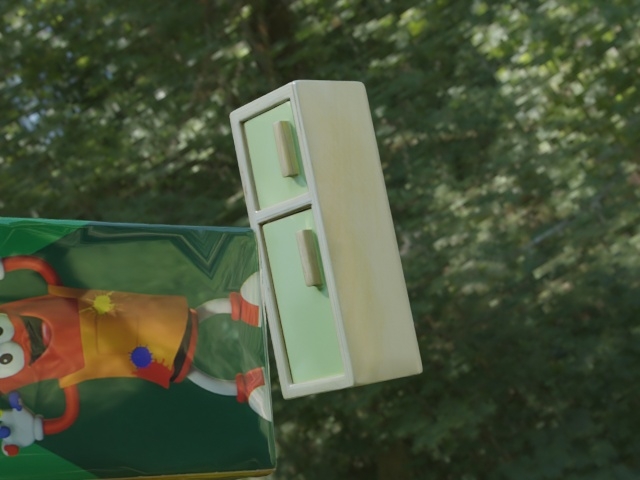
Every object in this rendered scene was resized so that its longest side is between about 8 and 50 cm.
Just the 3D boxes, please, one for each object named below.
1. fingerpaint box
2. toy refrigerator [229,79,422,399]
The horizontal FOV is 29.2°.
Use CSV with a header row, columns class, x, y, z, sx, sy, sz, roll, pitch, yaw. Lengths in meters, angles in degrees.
class,x,y,z,sx,sy,sz,roll,pitch,yaw
fingerpaint box,-0.295,0.105,0.834,0.371,0.163,0.445,2,-15,-28
toy refrigerator,0.000,0.000,1.103,0.094,0.269,0.102,-5,-9,-41
